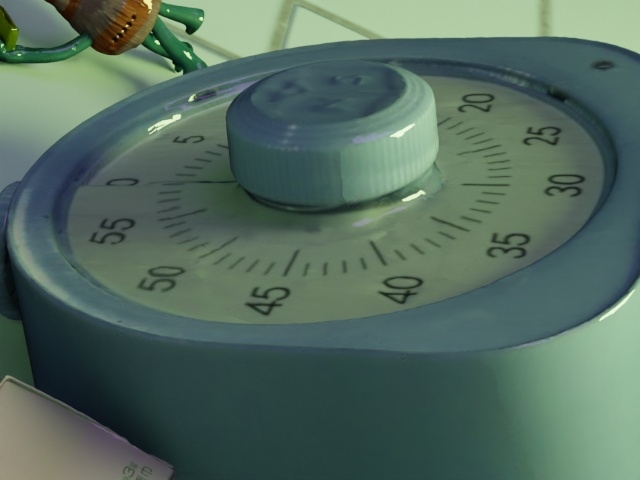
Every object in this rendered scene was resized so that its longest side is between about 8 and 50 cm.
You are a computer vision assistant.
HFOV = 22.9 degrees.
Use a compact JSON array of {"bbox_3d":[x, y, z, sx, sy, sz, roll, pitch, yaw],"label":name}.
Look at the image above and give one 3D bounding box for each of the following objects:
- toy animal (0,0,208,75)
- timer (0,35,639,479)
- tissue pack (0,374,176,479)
[{"bbox_3d":[-0.178,-0.161,1.111,0.208,0.100,0.103,19,76,-21],"label":"toy animal"},{"bbox_3d":[0.000,0.000,0.846,0.395,0.173,0.395,-5,29,3],"label":"timer"},{"bbox_3d":[-0.160,0.191,0.631,0.092,0.148,0.246,29,33,-2],"label":"tissue pack"}]
